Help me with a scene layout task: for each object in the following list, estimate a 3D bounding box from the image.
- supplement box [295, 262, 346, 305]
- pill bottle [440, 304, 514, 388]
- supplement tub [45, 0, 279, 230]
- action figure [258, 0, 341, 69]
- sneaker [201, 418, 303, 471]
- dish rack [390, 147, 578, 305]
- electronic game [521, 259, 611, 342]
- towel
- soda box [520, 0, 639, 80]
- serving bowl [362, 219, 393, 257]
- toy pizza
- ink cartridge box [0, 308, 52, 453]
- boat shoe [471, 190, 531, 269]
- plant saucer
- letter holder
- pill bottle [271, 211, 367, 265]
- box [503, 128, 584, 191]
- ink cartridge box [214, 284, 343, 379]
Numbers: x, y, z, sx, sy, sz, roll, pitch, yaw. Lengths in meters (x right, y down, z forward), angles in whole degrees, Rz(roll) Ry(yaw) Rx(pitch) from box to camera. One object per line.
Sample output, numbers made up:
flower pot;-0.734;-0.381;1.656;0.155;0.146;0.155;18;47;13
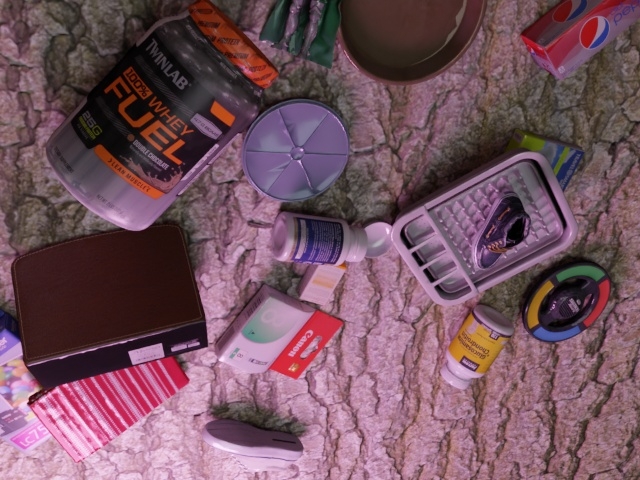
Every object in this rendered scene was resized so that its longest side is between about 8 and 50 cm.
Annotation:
supplement box;0.001;0.077;1.522;0.062;0.036;0.098;19;113;-29
pill bottle;0.350;0.244;1.713;0.103;0.103;0.184;17;113;-28
supplement tub;-0.238;-0.195;1.161;0.338;0.207;0.207;-45;125;10
action figure;-0.009;-0.404;1.187;0.137;0.063;0.232;23;107;11
sneaker;-0.157;0.469;1.676;0.258;0.094;0.091;23;106;-31
dish rack;0.326;-0.031;1.523;0.333;0.072;0.285;-29;126;13
electronic game;0.577;0.145;1.768;0.229;0.048;0.229;-9;123;-14
towel;-0.402;0.289;1.467;0.275;0.031;0.199;-35;128;-18
soda box;0.501;-0.414;1.361;0.263;0.092;0.083;-40;124;7
serving bowl;0.108;-0.007;1.514;0.083;0.027;0.083;-9;123;-14
toy pizza;-0.045;-0.162;1.359;0.201;0.032;0.201;-9;123;-13
ink cartridge box;-0.587;0.260;1.412;0.186;0.065;0.311;-34;124;2
boat shoe;0.345;0.001;1.454;0.065;0.083;0.183;3;127;-13
plant saucer;0.151;-0.400;1.276;0.278;0.041;0.278;-9;123;-14
letter holder;-0.375;0.110;1.356;0.302;0.214;0.152;-13;156;-13
pill bottle;0.000;0.000;1.438;0.169;0.094;0.094;6;118;-23
box;0.453;-0.155;1.538;0.178;0.042;0.109;10;117;-24
ink cartridge box;-0.078;0.208;1.568;0.225;0.056;0.181;30;108;-30
